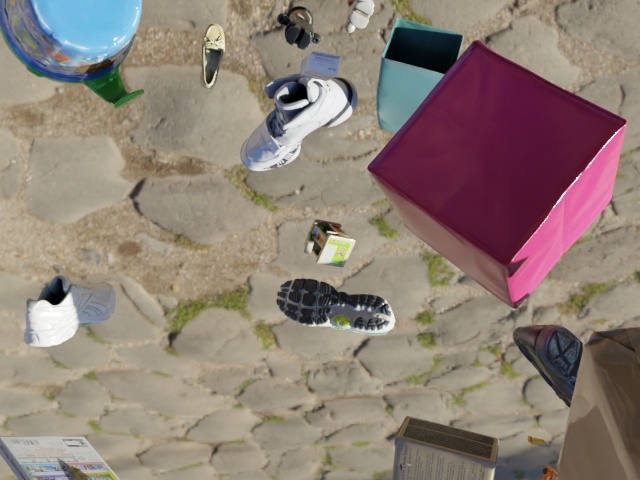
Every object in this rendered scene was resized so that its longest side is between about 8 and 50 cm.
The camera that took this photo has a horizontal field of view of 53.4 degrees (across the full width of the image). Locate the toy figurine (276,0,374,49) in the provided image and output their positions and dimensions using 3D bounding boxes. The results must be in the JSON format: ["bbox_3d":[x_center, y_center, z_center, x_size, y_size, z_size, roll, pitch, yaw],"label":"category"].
[{"bbox_3d":[-0.001,-0.501,1.244,0.209,0.148,0.213,-17,122,10],"label":"toy figurine"}]

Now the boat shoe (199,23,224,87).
[{"bbox_3d":[-0.260,-0.444,1.525,0.056,0.153,0.048,11,-175,-17],"label":"boat shoe"}]

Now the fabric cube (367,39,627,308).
[{"bbox_3d":[0.270,-0.091,0.971,0.259,0.254,0.258,-49,153,-1],"label":"fabric cube"}]

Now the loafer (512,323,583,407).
[{"bbox_3d":[0.428,0.225,1.091,0.267,0.096,0.084,45,161,-26],"label":"loafer"}]

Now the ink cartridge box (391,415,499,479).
[{"bbox_3d":[0.243,0.489,1.272,0.193,0.088,0.235,10,112,19],"label":"ink cartridge box"}]

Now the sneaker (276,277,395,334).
[{"bbox_3d":[0.031,0.164,1.433,0.275,0.107,0.110,14,161,14],"label":"sneaker"}]

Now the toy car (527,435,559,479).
[{"bbox_3d":[0.407,0.415,1.148,0.040,0.060,0.122,-6,124,50],"label":"toy car"}]

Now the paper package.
[{"bbox_3d":[0.406,0.313,0.726,0.168,0.309,0.325,-7,135,5],"label":"paper package"}]

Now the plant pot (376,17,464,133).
[{"bbox_3d":[0.224,-0.372,1.531,0.165,0.165,0.234,16,144,6],"label":"plant pot"}]

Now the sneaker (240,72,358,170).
[{"bbox_3d":[-0.097,-0.299,1.582,0.365,0.137,0.210,-30,167,25],"label":"sneaker"}]

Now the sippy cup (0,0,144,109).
[{"bbox_3d":[-0.399,-0.381,1.040,0.305,0.240,0.224,26,175,-30],"label":"sippy cup"}]

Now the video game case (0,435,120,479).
[{"bbox_3d":[-0.481,0.438,1.203,0.023,0.193,0.212,-57,149,0],"label":"video game case"}]

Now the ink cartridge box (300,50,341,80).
[{"bbox_3d":[0.000,-0.274,1.002,0.048,0.028,0.083,7,-176,-13],"label":"ink cartridge box"}]

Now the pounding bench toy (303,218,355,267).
[{"bbox_3d":[0.000,0.000,1.028,0.083,0.065,0.052,10,115,-33],"label":"pounding bench toy"}]

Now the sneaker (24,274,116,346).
[{"bbox_3d":[-0.481,0.115,1.244,0.090,0.232,0.115,6,108,16],"label":"sneaker"}]
